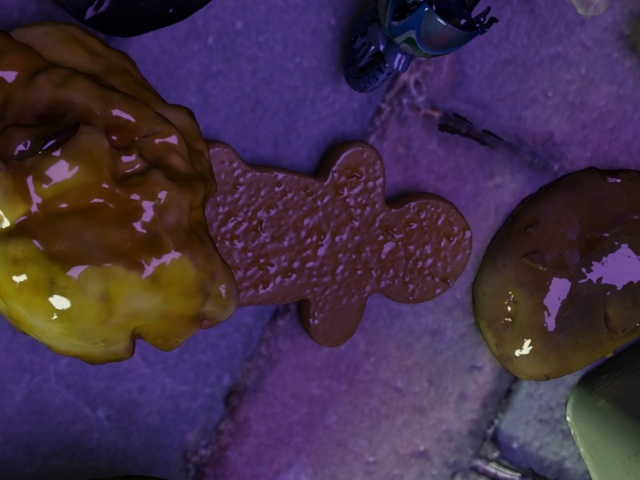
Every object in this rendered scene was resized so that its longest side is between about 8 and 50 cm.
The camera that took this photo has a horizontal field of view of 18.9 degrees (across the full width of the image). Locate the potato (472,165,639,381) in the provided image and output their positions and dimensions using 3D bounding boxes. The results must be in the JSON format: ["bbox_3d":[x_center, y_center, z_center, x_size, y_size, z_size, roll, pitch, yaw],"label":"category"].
[{"bbox_3d":[0.220,0.035,1.501,0.200,0.081,0.164,-31,117,-9],"label":"potato"}]

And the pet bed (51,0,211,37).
[{"bbox_3d":[-0.111,-0.226,1.264,0.201,0.053,0.201,-22,132,-26],"label":"pet bed"}]

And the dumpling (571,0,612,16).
[{"bbox_3d":[0.214,-0.282,1.331,0.147,0.193,0.258,17,86,13],"label":"dumpling"}]

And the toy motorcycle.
[{"bbox_3d":[0.089,-0.213,1.332,0.092,0.135,0.254,20,98,-27],"label":"toy motorcycle"}]

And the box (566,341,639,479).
[{"bbox_3d":[0.419,0.150,1.471,0.352,0.344,0.177,-32,115,-11],"label":"box"}]

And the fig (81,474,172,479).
[{"bbox_3d":[-0.173,0.315,1.296,0.343,0.343,0.343,-7,109,-21],"label":"fig"}]

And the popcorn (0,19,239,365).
[{"bbox_3d":[-0.164,-0.038,1.255,0.253,0.191,0.190,48,71,-19],"label":"popcorn"}]

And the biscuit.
[{"bbox_3d":[-0.001,-0.001,1.418,0.240,0.035,0.158,5,106,-24],"label":"biscuit"}]
